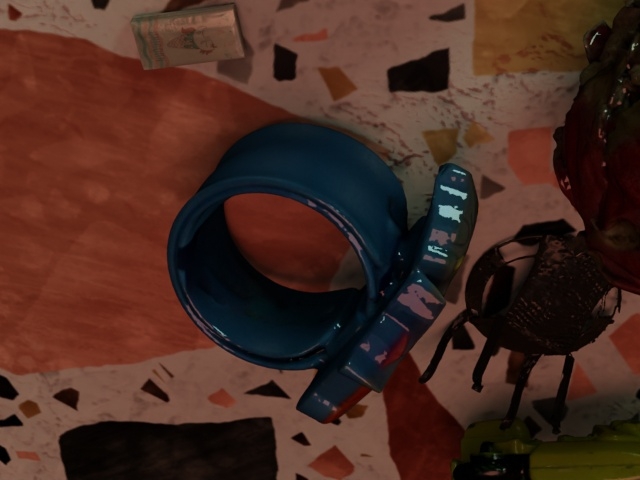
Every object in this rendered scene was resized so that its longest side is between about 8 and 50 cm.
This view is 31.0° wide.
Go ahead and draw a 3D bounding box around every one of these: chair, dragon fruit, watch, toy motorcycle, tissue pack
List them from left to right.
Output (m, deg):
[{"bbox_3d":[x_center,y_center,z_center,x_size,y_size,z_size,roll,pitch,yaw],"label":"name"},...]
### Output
[{"bbox_3d":[-0.132,-0.203,1.155,0.108,0.023,0.056,-7,125,10],"label":"tissue pack"},{"bbox_3d":[0.000,0.000,1.181,0.275,0.241,0.305,33,124,-1],"label":"watch"},{"bbox_3d":[0.232,0.101,1.303,0.174,0.149,0.213,30,82,-12],"label":"chair"},{"bbox_3d":[0.329,0.275,1.374,0.343,0.142,0.206,-6,153,16],"label":"toy motorcycle"},{"bbox_3d":[0.368,-0.071,1.025,0.329,0.329,0.329,3,126,4],"label":"dragon fruit"}]
